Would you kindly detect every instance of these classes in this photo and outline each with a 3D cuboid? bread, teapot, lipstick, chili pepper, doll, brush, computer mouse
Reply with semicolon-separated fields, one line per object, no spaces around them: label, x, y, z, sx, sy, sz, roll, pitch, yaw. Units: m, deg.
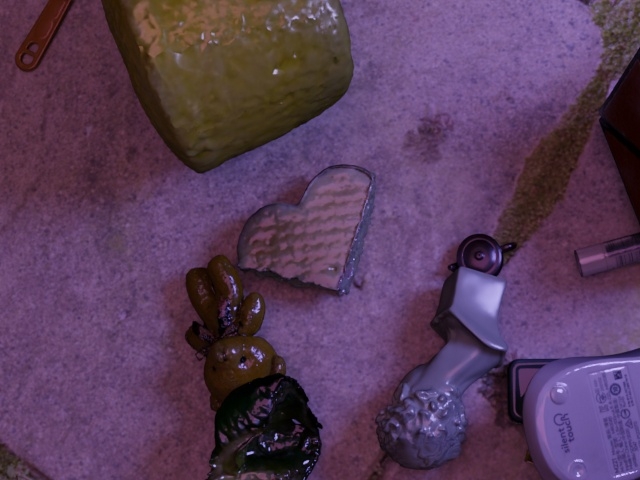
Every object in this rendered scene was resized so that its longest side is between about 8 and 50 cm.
bread;0.000;0.000;1.800;0.232;0.064;0.172;-33;75;3
teapot;0.224;0.022;1.768;0.100;0.045;0.068;-21;78;5
lipstick;0.419;0.013;1.742;0.141;0.040;0.040;-16;76;6
chili pepper;-0.079;0.306;1.726;0.148;0.116;0.264;4;90;8
bread;-0.123;-0.288;1.750;0.308;0.348;0.348;-21;76;-5
doll;-0.136;0.126;1.776;0.137;0.097;0.209;-29;76;19
brush;-0.392;-0.379;1.969;0.103;0.013;0.272;28;85;14
computer mouse;0.393;0.222;1.645;0.297;0.121;0.184;-16;86;-11

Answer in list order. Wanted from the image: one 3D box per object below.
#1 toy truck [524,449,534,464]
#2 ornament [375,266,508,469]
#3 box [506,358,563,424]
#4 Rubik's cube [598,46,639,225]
toy truck;0.317;0.284;1.698;0.083;0.049;0.054;21;84;14
ornament;0.173;0.174;1.704;0.120;0.130;0.285;28;84;0
box;0.315;0.202;1.723;0.126;0.031;0.091;0;78;8
Rubik's cube;0.534;-0.127;1.625;0.260;0.255;0.259;-14;77;-5
